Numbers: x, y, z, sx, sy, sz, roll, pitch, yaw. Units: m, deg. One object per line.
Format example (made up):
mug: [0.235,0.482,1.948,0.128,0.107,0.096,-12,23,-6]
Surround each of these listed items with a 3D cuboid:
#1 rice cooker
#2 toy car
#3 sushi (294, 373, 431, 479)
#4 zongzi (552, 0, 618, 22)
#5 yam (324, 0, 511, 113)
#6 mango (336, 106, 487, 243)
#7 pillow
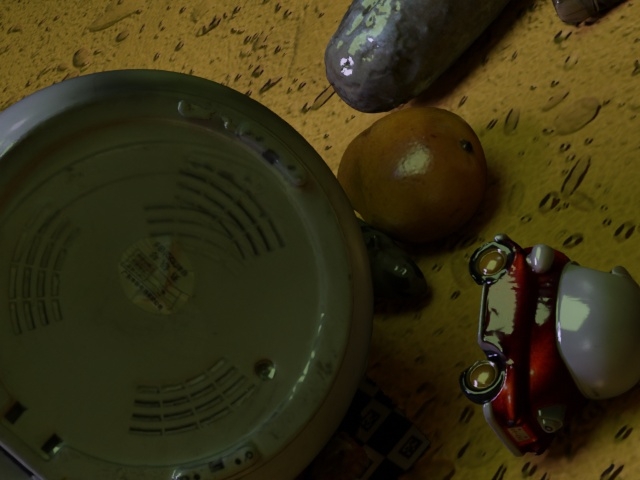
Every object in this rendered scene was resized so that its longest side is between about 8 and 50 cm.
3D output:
rice cooker: [-0.138,0.057,1.225,0.335,0.335,0.325,-53,7,-15]
toy car: [0.160,0.067,1.096,0.112,0.112,0.139,-6,54,28]
sushi: [-0.023,0.183,1.245,0.201,0.031,0.139,-46,28,-1]
zongzi: [0.234,-0.221,1.440,0.083,0.040,0.076,-26,25,11]
yam: [0.120,-0.253,1.534,0.330,0.133,0.133,-52,29,-11]
mango: [0.075,-0.057,1.381,0.115,0.089,0.165,-53,24,5]
pillow: [-0.001,-0.001,1.395,0.051,0.093,0.241,-40,24,-20]
